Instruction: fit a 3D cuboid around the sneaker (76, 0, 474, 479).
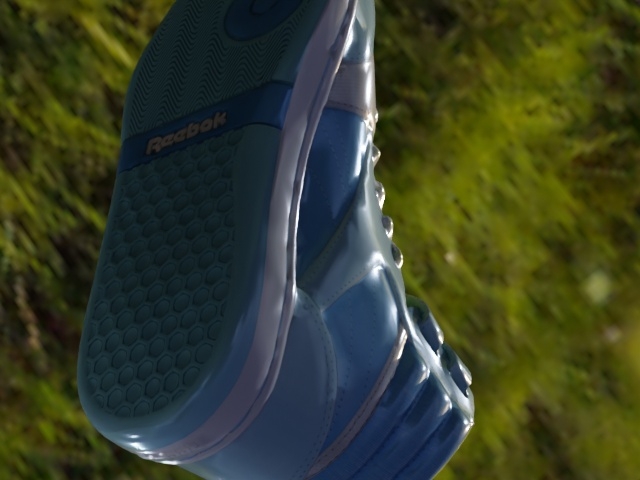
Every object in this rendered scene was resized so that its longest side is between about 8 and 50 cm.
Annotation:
[{"bbox_3d":[0.000,0.000,0.945,0.127,0.319,0.208,-12,141,38],"label":"sneaker"}]
